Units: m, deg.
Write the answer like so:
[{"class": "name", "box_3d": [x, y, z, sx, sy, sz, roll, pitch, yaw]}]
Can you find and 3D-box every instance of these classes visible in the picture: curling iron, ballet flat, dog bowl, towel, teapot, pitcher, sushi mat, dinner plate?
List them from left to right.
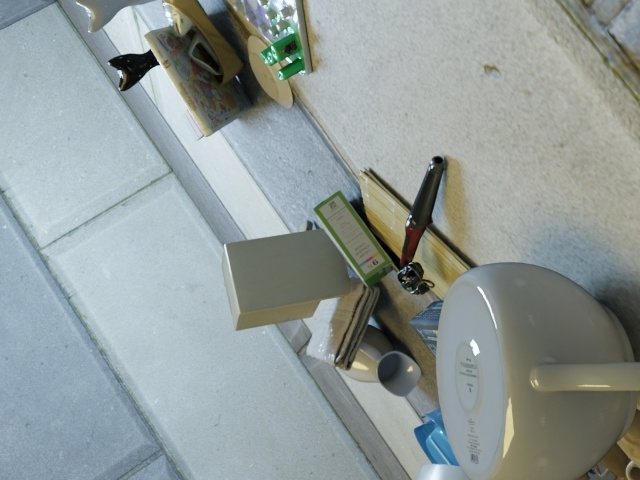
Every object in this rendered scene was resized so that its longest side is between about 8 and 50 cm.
[{"class": "ballet flat", "box_3d": [-0.224, -0.374, 1.310, 0.080, 0.073, 0.232, 18, 157, 49]}, {"class": "dinner plate", "box_3d": [-0.093, -0.293, 1.279, 0.141, 0.017, 0.141, 51, 165, 19]}, {"class": "towel", "box_3d": [0.040, 0.171, 1.527, 0.049, 0.187, 0.282, 25, 170, -11]}, {"class": "pitcher", "box_3d": [0.095, 0.240, 1.574, 0.178, 0.125, 0.207, 44, 169, -30]}, {"class": "curling iron", "box_3d": [0.143, -0.016, 0.995, 0.068, 0.035, 0.274, 46, 152, 30]}, {"class": "sushi mat", "box_3d": [0.162, 0.025, 1.098, 0.316, 0.019, 0.151, 48, 165, 36]}, {"class": "dog bowl", "box_3d": [0.277, 0.420, 1.483, 0.166, 0.074, 0.297, 52, 165, 20]}, {"class": "teapot", "box_3d": [0.241, 0.138, 0.755, 0.256, 0.186, 0.253, -101, 13, -54]}]

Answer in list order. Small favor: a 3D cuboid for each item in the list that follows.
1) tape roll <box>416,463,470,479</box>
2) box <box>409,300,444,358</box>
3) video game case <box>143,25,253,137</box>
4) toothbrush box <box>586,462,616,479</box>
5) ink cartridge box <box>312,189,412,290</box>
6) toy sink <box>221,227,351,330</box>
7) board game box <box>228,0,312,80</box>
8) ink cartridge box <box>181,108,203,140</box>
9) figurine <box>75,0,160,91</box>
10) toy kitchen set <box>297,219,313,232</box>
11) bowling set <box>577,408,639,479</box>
[{"class": "tape roll", "box_3d": [0.276, 0.536, 1.327, 0.246, 0.169, 0.246, 18, 151, 10]}, {"class": "box", "box_3d": [0.224, 0.173, 1.044, 0.183, 0.059, 0.233, 52, 172, 2]}, {"class": "video game case", "box_3d": [-0.223, -0.315, 1.383, 0.206, 0.026, 0.227, 59, -156, -12]}, {"class": "toothbrush box", "box_3d": [0.416, 0.460, 0.973, 0.295, 0.126, 0.216, 44, 163, 41]}, {"class": "ink cartridge box", "box_3d": [0.074, 0.021, 1.259, 0.209, 0.062, 0.109, 54, 180, 12]}, {"class": "toy sink", "box_3d": [-0.074, 0.081, 1.500, 0.131, 0.234, 0.153, 113, 144, -64]}, {"class": "board game box", "box_3d": [-0.160, -0.468, 1.039, 0.390, 0.050, 0.390, 50, 164, 29]}, {"class": "ink cartridge box", "box_3d": [-0.236, -0.279, 1.591, 0.067, 0.115, 0.198, 58, 166, -10]}, {"class": "figurine", "box_3d": [-0.359, -0.436, 1.464, 0.092, 0.209, 0.215, 38, 156, 54]}, {"class": "toy kitchen set", "box_3d": [0.000, 0.000, 1.605, 0.083, 0.075, 0.068, 28, 138, -28]}, {"class": "bowling set", "box_3d": [0.332, 0.296, 0.891, 0.287, 0.200, 0.154, -40, 81, 32]}]
